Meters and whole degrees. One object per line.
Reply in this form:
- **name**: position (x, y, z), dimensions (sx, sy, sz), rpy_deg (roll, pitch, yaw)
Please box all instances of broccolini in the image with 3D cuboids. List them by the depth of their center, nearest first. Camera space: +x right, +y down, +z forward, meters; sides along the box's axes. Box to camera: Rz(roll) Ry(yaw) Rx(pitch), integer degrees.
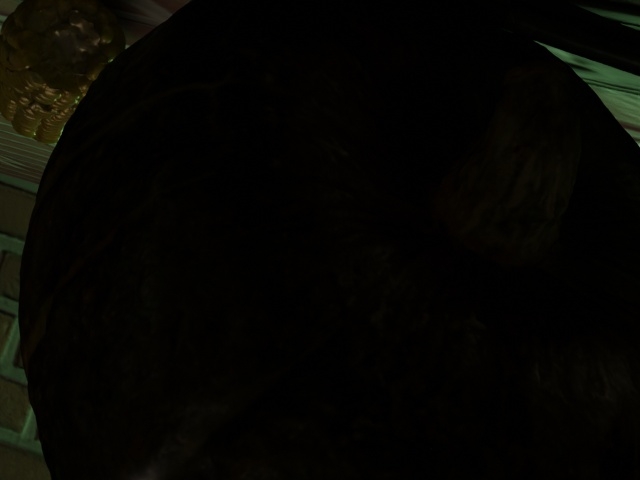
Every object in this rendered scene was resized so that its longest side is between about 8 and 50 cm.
- **broccolini**: position (0.158, -0.038, 0.561), dimensions (0.218, 0.044, 0.042), rpy_deg (23, -168, 4)

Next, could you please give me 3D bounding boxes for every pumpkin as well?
- **pumpkin**: position (0.028, 0.017, 0.619), dimensions (0.260, 0.189, 0.260), rpy_deg (29, -147, -21)

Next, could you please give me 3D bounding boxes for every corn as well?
- **corn**: position (-0.129, -0.085, 0.944), dimensions (0.067, 0.067, 0.206), rpy_deg (18, 176, -8)
